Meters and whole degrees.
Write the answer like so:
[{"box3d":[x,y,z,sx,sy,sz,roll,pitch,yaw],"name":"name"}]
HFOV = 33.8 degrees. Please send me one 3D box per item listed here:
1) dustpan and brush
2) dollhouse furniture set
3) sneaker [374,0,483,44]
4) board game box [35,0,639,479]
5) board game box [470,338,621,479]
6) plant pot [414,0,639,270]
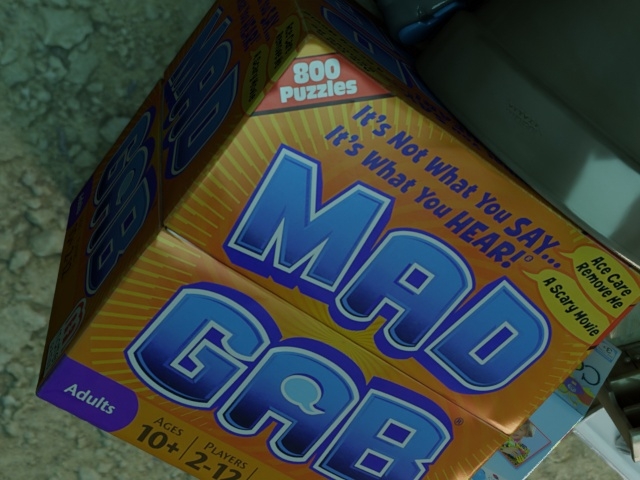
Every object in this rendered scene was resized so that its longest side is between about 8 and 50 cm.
[{"box3d":[0.440,0.218,1.309,0.147,0.060,0.211,43,99,-11],"name":"dustpan and brush"},{"box3d":[0.365,0.098,1.190,0.212,0.161,0.242,-15,117,-1],"name":"dollhouse furniture set"},{"box3d":[0.181,-0.322,0.963,0.340,0.125,0.140,-32,85,-8],"name":"sneaker"},{"box3d":[0.000,0.000,0.977,0.356,0.356,0.356,33,107,-22],"name":"board game box"},{"box3d":[0.178,0.195,1.156,0.144,0.142,0.275,40,127,11],"name":"board game box"},{"box3d":[0.287,-0.161,0.894,0.323,0.323,0.280,31,109,-21],"name":"plant pot"}]
